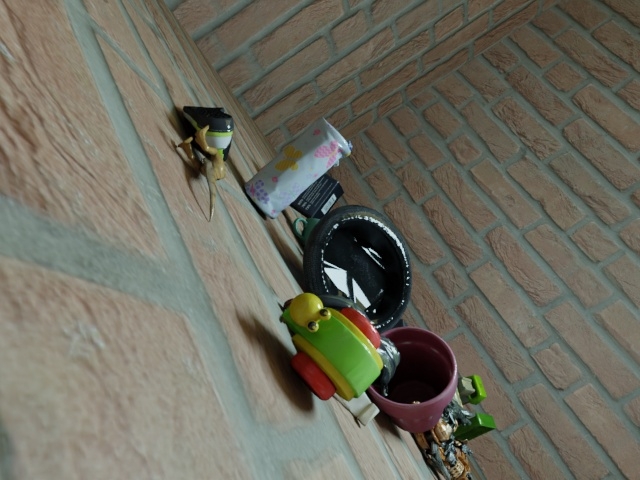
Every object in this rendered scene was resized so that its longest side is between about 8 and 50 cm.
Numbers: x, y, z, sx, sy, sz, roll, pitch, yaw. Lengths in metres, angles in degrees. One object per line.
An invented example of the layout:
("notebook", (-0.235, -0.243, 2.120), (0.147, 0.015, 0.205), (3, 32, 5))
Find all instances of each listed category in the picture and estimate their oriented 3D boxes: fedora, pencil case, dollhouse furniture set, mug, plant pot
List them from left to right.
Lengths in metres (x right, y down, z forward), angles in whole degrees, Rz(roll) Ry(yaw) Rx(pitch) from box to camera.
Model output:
("pencil case", (-0.055, -0.173, 1.057), (0.113, 0.273, 0.124), (52, 3, 22))
("mug", (-0.012, -0.009, 1.430), (0.158, 0.097, 0.129), (14, -10, 10))
("fedora", (0.071, 0.079, 1.085), (0.334, 0.334, 0.153), (56, -26, -17))
("plant pot", (0.201, 0.325, 0.968), (0.201, 0.202, 0.180), (-118, -171, -51))
("dollhouse furniture set", (0.411, 0.541, 1.462), (0.302, 0.151, 0.197), (22, 41, -29))

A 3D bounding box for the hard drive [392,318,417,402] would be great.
("hard drive", (0.310, 0.449, 1.450), (0.339, 0.064, 0.236), (54, 28, -40))

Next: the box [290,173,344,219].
("box", (-0.050, -0.174, 1.481), (0.207, 0.153, 0.108), (36, -3, 19))

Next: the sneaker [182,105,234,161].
("sneaker", (-0.225, -0.209, 0.858), (0.234, 0.084, 0.097), (-129, -140, -60))

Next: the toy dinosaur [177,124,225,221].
("toy dinosaur", (-0.174, -0.118, 0.694), (0.112, 0.064, 0.211), (57, 4, -19))

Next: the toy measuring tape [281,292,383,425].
("toy measuring tape", (0.045, 0.191, 0.595), (0.330, 0.122, 0.121), (63, 0, -36))

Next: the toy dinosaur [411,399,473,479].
("toy dinosaur", (0.325, 0.520, 1.183), (0.218, 0.165, 0.321), (-5, 83, -67))

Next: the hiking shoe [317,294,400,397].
("hiking shoe", (0.064, 0.200, 0.852), (0.227, 0.086, 0.114), (40, 30, -5))

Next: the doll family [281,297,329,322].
("doll family", (0.009, 0.153, 0.717), (0.193, 0.076, 0.111), (47, 15, -50))
